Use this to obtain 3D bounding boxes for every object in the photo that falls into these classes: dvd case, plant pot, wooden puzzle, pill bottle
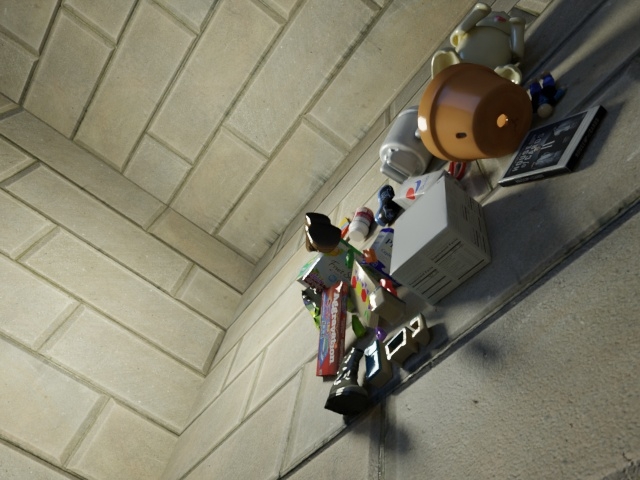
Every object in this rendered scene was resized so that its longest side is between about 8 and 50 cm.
[{"bbox_3d":[0.554,-0.221,1.193,0.179,0.029,0.239,-56,13,-11],"label":"dvd case"},{"bbox_3d":[0.455,-0.354,1.399,0.291,0.291,0.203,-54,28,4],"label":"plant pot"},{"bbox_3d":[0.098,-0.029,2.345,0.238,0.044,0.221,-52,12,9],"label":"wooden puzzle"},{"bbox_3d":[0.170,-0.067,2.078,0.086,0.086,0.152,-42,17,45],"label":"pill bottle"}]

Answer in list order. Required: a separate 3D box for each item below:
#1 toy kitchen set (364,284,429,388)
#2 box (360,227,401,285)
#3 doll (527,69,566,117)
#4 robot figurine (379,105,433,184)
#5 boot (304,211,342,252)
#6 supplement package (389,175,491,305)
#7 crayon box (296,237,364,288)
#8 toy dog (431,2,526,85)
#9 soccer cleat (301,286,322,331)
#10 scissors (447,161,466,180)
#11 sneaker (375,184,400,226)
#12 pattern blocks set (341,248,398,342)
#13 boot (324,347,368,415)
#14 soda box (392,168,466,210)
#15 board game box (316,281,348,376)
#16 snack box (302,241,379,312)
[{"bbox_3d":[0.144,0.223,1.206,0.207,0.166,0.122,-50,14,21],"label":"toy kitchen set"},{"bbox_3d":[0.216,0.050,1.498,0.137,0.126,0.072,-58,11,-12],"label":"box"},{"bbox_3d":[0.622,-0.401,1.376,0.129,0.046,0.189,-32,30,38],"label":"doll"},{"bbox_3d":[0.366,-0.393,1.948,0.353,0.200,0.300,-60,7,-25],"label":"robot figurine"},{"bbox_3d":[0.000,0.000,1.612,0.305,0.112,0.115,-113,31,-71],"label":"boot"},{"bbox_3d":[0.304,-0.004,1.272,0.204,0.145,0.262,-46,14,33],"label":"supplement package"},{"bbox_3d":[0.050,0.117,1.848,0.278,0.165,0.081,-40,18,47],"label":"crayon box"},{"bbox_3d":[0.587,-0.635,1.742,0.395,0.285,0.408,77,-145,-55],"label":"toy dog"},{"bbox_3d":[0.012,0.268,1.790,0.093,0.121,0.289,-31,31,-4],"label":"soccer cleat"},{"bbox_3d":[0.472,-0.283,1.696,0.109,0.021,0.297,-45,14,46],"label":"scissors"},{"bbox_3d":[0.278,-0.154,1.944,0.090,0.081,0.232,-40,25,40],"label":"sneaker"},{"bbox_3d":[0.132,0.157,1.437,0.325,0.026,0.285,-117,31,-52],"label":"pattern blocks set"},{"bbox_3d":[0.072,0.340,1.228,0.246,0.083,0.161,116,174,-64],"label":"boot"},{"bbox_3d":[0.350,-0.155,1.616,0.091,0.098,0.286,-56,13,-8],"label":"soda box"},{"bbox_3d":[0.037,0.279,1.534,0.145,0.027,0.281,-32,49,59],"label":"board game box"},{"bbox_3d":[0.072,0.117,1.667,0.174,0.207,0.070,-50,14,14],"label":"snack box"}]
